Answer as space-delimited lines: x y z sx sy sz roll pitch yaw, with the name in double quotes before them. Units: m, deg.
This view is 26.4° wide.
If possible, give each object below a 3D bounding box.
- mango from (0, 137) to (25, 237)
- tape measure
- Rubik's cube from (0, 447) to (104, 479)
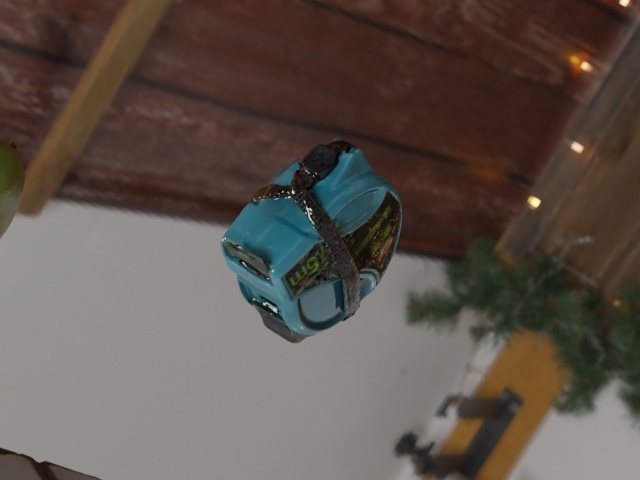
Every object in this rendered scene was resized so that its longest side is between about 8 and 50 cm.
"mango" -0.363 -0.026 1.337 0.085 0.191 0.122 47 -158 17
"tape measure" 0.000 0.000 0.953 0.081 0.125 0.146 30 157 28
"Rubik's cube" -0.210 0.227 0.695 0.205 0.205 0.207 14 -170 17
